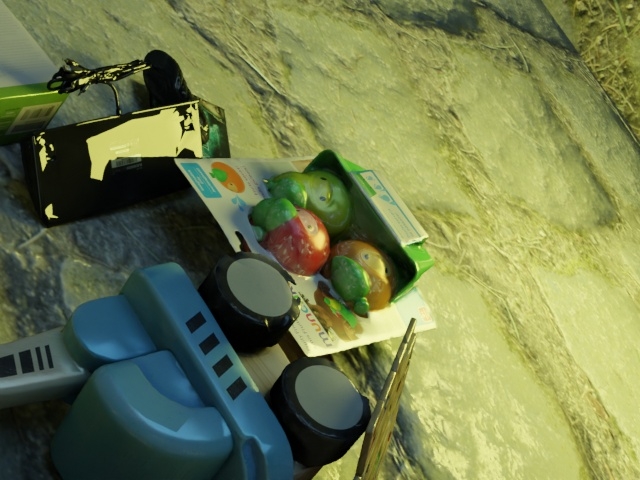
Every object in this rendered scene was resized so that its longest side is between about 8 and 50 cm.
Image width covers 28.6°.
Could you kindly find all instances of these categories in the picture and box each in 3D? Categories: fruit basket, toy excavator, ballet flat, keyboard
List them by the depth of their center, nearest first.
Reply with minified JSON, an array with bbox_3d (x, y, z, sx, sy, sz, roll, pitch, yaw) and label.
[{"bbox_3d":[-0.236,0.140,1.277,0.445,0.222,0.433,-12,60,-45],"label":"toy excavator"},{"bbox_3d":[-0.264,-0.142,1.622,0.317,0.033,0.201,-21,111,-54],"label":"keyboard"},{"bbox_3d":[0.000,0.000,1.717,0.327,0.165,0.353,55,24,19],"label":"fruit basket"},{"bbox_3d":[-0.213,-0.207,1.819,0.173,0.057,0.049,60,-4,25],"label":"ballet flat"}]

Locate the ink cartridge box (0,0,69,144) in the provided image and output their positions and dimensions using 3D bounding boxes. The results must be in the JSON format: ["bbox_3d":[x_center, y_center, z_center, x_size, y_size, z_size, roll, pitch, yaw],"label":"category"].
[{"bbox_3d":[-0.462,-0.240,1.558,0.255,0.097,0.189,50,31,13],"label":"ink cartridge box"}]

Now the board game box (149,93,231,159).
[{"bbox_3d":[-0.189,-0.152,1.838,0.126,0.026,0.186,24,36,-30],"label":"board game box"}]

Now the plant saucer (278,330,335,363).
[{"bbox_3d":[-0.064,0.152,1.606,0.199,0.036,0.198,30,33,-22],"label":"plant saucer"}]

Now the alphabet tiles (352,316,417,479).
[{"bbox_3d":[0.054,0.258,1.399,0.011,0.285,0.342,16,30,8],"label":"alphabet tiles"}]
